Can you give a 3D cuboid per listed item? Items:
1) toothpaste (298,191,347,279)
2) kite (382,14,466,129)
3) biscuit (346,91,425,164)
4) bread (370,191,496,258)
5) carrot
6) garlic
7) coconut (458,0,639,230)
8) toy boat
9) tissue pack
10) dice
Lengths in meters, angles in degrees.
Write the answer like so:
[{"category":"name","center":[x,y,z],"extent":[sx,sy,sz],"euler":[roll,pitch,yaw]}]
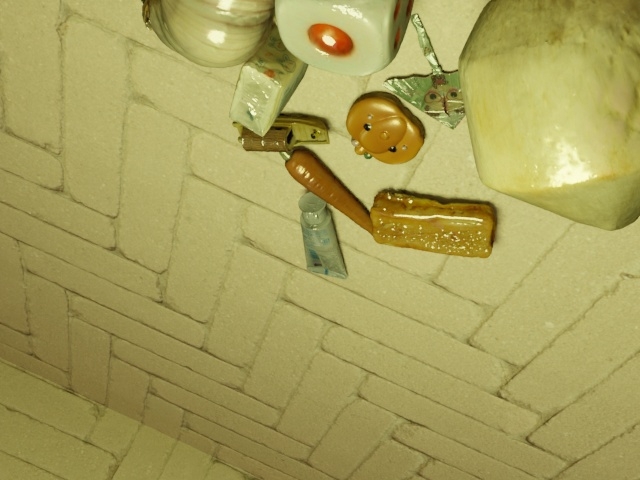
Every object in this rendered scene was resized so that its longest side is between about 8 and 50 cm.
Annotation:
[{"category":"toothpaste","center":[0.000,0.000,1.832],"extent":[0.114,0.073,0.299],"euler":[11,147,16]},{"category":"kite","center":[0.219,-0.310,1.397],"extent":[0.229,0.012,0.250],"euler":[-5,132,28]},{"category":"biscuit","center":[0.122,-0.216,1.525],"extent":[0.170,0.050,0.170],"euler":[15,140,13]},{"category":"bread","center":[0.244,-0.040,1.639],"extent":[0.271,0.077,0.139],"euler":[7,134,19]},{"category":"carrot","center":[0.034,-0.106,1.693],"extent":[0.336,0.069,0.069],"euler":[38,140,-22]},{"category":"garlic","center":[-0.174,-0.438,1.249],"extent":[0.322,0.241,0.321],"euler":[40,143,40]},{"category":"coconut","center":[0.407,-0.209,1.148],"extent":[0.415,0.345,0.415],"euler":[25,128,35]},{"category":"toy boat","center":[-0.086,-0.223,1.599],"extent":[0.226,0.088,0.068],"euler":[6,137,24]},{"category":"tissue pack","center":[-0.087,-0.314,1.407],"extent":[0.092,0.196,0.148],"euler":[26,141,-1]},{"category":"dice","center":[0.044,-0.395,1.218],"extent":[0.194,0.191,0.193],"euler":[16,161,15]}]
